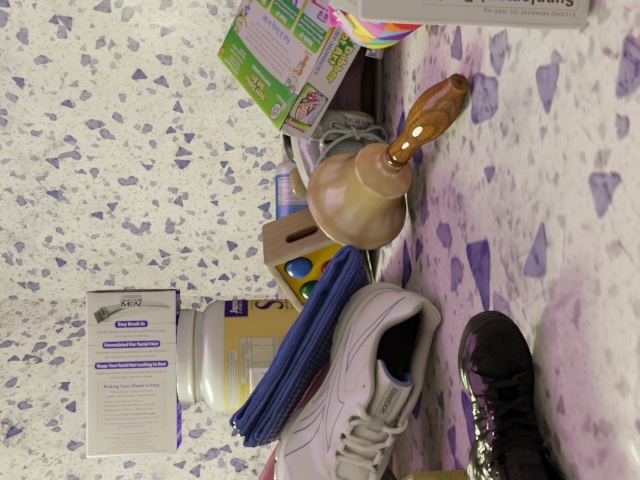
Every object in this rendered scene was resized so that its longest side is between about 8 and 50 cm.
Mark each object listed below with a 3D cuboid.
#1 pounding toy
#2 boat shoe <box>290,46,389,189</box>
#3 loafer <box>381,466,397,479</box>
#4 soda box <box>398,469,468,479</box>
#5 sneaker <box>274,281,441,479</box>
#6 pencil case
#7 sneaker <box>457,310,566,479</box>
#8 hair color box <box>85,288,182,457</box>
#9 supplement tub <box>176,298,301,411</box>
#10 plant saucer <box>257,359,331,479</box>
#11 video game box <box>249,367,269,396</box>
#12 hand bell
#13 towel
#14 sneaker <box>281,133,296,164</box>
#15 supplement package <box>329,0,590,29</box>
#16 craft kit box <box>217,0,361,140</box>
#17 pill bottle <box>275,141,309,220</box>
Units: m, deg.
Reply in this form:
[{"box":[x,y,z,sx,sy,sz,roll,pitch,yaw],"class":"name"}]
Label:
[{"box":[0.006,-0.007,0.943,0.094,0.181,0.206,-98,-16,-45],"class":"pounding toy"},{"box":[0.036,-0.197,0.890,0.103,0.118,0.321,-25,56,59],"class":"boat shoe"},{"box":[0.060,0.398,0.785,0.087,0.094,0.251,118,151,-67],"class":"loafer"},{"box":[0.096,0.254,0.603,0.181,0.061,0.058,104,164,-64],"class":"soda box"},{"box":[0.037,0.179,0.663,0.129,0.111,0.297,158,132,-73],"class":"sneaker"},{"box":[0.071,-0.248,0.635,0.236,0.104,0.105,-140,50,-80],"class":"pencil case"},{"box":[0.126,0.137,0.414,0.089,0.051,0.170,-125,30,-78],"class":"sneaker"},{"box":[-0.391,0.273,1.375,0.110,0.185,0.339,170,100,-85],"class":"hair color box"},{"box":[-0.136,0.248,1.417,0.241,0.331,0.241,180,90,-83],"class":"supplement tub"},{"box":[-0.008,0.308,0.895,0.332,0.084,0.332,-57,-13,-22],"class":"plant saucer"},{"box":[-0.044,0.319,1.268,0.205,0.187,0.048,96,167,-44],"class":"video game box"},{"box":[0.081,-0.093,0.660,0.242,0.126,0.126,129,141,-60],"class":"hand bell"},{"box":[-0.008,0.144,0.835,0.243,0.040,0.336,-60,-13,-9],"class":"towel"},{"box":[0.016,-0.137,1.066,0.281,0.106,0.163,-65,-27,-58],"class":"sneaker"},{"box":[0.084,-0.255,0.374,0.139,0.133,0.244,-106,17,-66],"class":"supplement package"},{"box":[-0.029,-0.299,0.866,0.247,0.061,0.250,-56,43,21],"class":"craft kit box"},{"box":[-0.042,-0.116,1.483,0.124,0.124,0.222,164,107,-83],"class":"pill bottle"}]
